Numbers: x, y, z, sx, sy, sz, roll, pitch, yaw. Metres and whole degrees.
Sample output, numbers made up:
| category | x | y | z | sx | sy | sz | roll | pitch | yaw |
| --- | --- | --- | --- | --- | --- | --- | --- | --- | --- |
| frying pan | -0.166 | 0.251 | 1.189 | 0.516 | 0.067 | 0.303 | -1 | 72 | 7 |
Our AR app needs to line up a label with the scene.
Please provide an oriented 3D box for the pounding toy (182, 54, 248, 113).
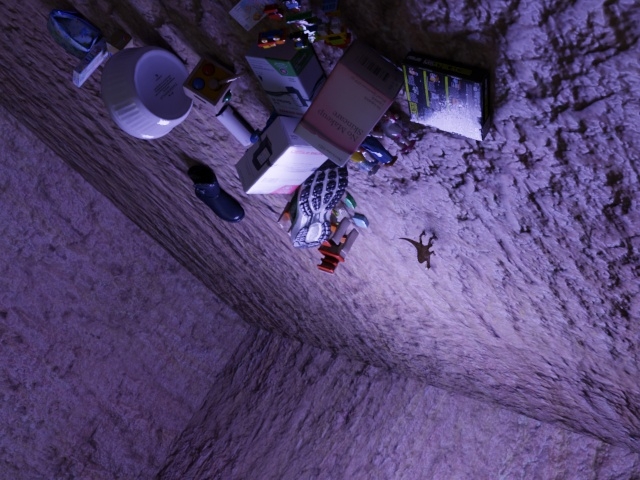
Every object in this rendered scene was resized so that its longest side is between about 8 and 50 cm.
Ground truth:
| category | x | y | z | sx | sy | sz | roll | pitch | yaw |
| --- | --- | --- | --- | --- | --- | --- | --- | --- | --- |
| pounding toy | -0.292 | -0.442 | 1.823 | 0.141 | 0.130 | 0.100 | 32 | 171 | 1 |

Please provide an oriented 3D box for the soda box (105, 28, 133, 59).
| category | x | y | z | sx | sy | sz | roll | pitch | yaw |
| --- | --- | --- | --- | --- | --- | --- | --- | --- | --- |
| soda box | -0.630 | -0.583 | 2.054 | 0.058 | 0.061 | 0.181 | 32 | 159 | -1 |

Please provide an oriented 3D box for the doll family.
| category | x | y | z | sx | sy | sz | roll | pitch | yaw |
| --- | --- | --- | --- | --- | --- | --- | --- | --- | --- |
| doll family | 0.111 | -0.247 | 1.671 | 0.163 | 0.118 | 0.263 | 39 | 158 | -16 |

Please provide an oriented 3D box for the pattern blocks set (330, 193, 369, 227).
| category | x | y | z | sx | sy | sz | roll | pitch | yaw |
| --- | --- | --- | --- | --- | --- | --- | --- | --- | --- |
| pattern blocks set | 0.004 | -0.127 | 2.220 | 0.324 | 0.026 | 0.285 | 10 | 149 | 45 |

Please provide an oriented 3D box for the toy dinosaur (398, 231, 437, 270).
| category | x | y | z | sx | sy | sz | roll | pitch | yaw |
| --- | --- | --- | --- | --- | --- | --- | --- | --- | --- |
| toy dinosaur | 0.317 | 0.023 | 2.013 | 0.053 | 0.093 | 0.183 | 8 | 148 | 47 |

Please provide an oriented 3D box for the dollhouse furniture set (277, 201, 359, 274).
| category | x | y | z | sx | sy | sz | roll | pitch | yaw |
| --- | --- | --- | --- | --- | --- | --- | --- | --- | --- |
| dollhouse furniture set | 0.000 | 0.000 | 2.290 | 0.261 | 0.135 | 0.259 | 17 | 160 | 36 |

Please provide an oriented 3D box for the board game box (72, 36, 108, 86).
| category | x | y | z | sx | sy | sz | roll | pitch | yaw |
| --- | --- | --- | --- | --- | --- | --- | --- | --- | --- |
| board game box | -0.741 | -0.576 | 2.099 | 0.026 | 0.154 | 0.103 | 37 | 158 | -12 |

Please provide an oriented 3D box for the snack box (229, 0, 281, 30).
| category | x | y | z | sx | sy | sz | roll | pitch | yaw |
| --- | --- | --- | --- | --- | --- | --- | --- | --- | --- |
| snack box | -0.153 | -0.547 | 1.517 | 0.064 | 0.022 | 0.178 | 42 | 157 | -21 |

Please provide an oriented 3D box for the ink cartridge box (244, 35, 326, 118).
| category | x | y | z | sx | sy | sz | roll | pitch | yaw |
| --- | --- | --- | --- | --- | --- | --- | --- | --- | --- |
| ink cartridge box | -0.072 | -0.405 | 1.626 | 0.153 | 0.087 | 0.208 | 18 | 155 | 35 |

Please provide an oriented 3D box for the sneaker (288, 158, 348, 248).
| category | x | y | z | sx | sy | sz | roll | pitch | yaw |
| --- | --- | --- | --- | --- | --- | --- | --- | --- | --- |
| sneaker | -0.040 | -0.155 | 2.024 | 0.182 | 0.158 | 0.410 | 62 | 150 | 32 |

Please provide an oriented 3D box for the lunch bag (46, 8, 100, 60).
| category | x | y | z | sx | sy | sz | roll | pitch | yaw |
| --- | --- | --- | --- | --- | --- | --- | --- | --- | --- |
| lunch bag | -0.793 | -0.662 | 2.066 | 0.151 | 0.096 | 0.128 | 31 | 162 | -23 |

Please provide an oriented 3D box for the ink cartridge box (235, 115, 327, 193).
| category | x | y | z | sx | sy | sz | roll | pitch | yaw |
| --- | --- | --- | --- | --- | --- | --- | --- | --- | --- |
| ink cartridge box | -0.097 | -0.230 | 1.791 | 0.237 | 0.171 | 0.100 | -39 | 64 | 41 |

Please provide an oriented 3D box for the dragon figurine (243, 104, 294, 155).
| category | x | y | z | sx | sy | sz | roll | pitch | yaw |
| --- | --- | --- | --- | --- | --- | --- | --- | --- | --- |
| dragon figurine | -0.144 | -0.304 | 1.870 | 0.085 | 0.144 | 0.289 | 34 | 159 | -5 |

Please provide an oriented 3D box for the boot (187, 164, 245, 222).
| category | x | y | z | sx | sy | sz | roll | pitch | yaw |
| --- | --- | --- | --- | --- | --- | --- | --- | --- | --- |
| boot | -0.417 | -0.183 | 2.588 | 0.246 | 0.094 | 0.207 | 35 | 164 | 10 |

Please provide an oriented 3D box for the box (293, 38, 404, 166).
| category | x | y | z | sx | sy | sz | roll | pitch | yaw |
| --- | --- | --- | --- | --- | --- | --- | --- | --- | --- |
| box | 0.065 | -0.309 | 1.479 | 0.148 | 0.127 | 0.232 | 34 | 135 | -5 |

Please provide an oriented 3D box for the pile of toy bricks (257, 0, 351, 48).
| category | x | y | z | sx | sy | sz | roll | pitch | yaw |
| --- | --- | --- | --- | --- | --- | --- | --- | --- | --- |
| pile of toy bricks | -0.025 | -0.466 | 1.430 | 0.212 | 0.118 | 0.105 | 0 | 167 | 27 |

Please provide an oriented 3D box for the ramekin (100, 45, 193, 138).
| category | x | y | z | sx | sy | sz | roll | pitch | yaw |
| --- | --- | --- | --- | --- | --- | --- | --- | --- | --- |
| ramekin | -0.496 | -0.445 | 1.914 | 0.127 | 0.273 | 0.273 | -7 | 138 | 41 |

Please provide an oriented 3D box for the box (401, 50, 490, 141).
| category | x | y | z | sx | sy | sz | roll | pitch | yaw |
| --- | --- | --- | --- | --- | --- | --- | --- | --- | --- |
| box | 0.274 | -0.310 | 1.411 | 0.184 | 0.045 | 0.191 | 24 | 159 | 27 |

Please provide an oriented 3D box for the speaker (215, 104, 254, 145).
| category | x | y | z | sx | sy | sz | roll | pitch | yaw |
| --- | --- | --- | --- | --- | --- | --- | --- | --- | --- |
| speaker | -0.267 | -0.361 | 2.041 | 0.136 | 0.055 | 0.055 | 45 | 156 | -29 |
